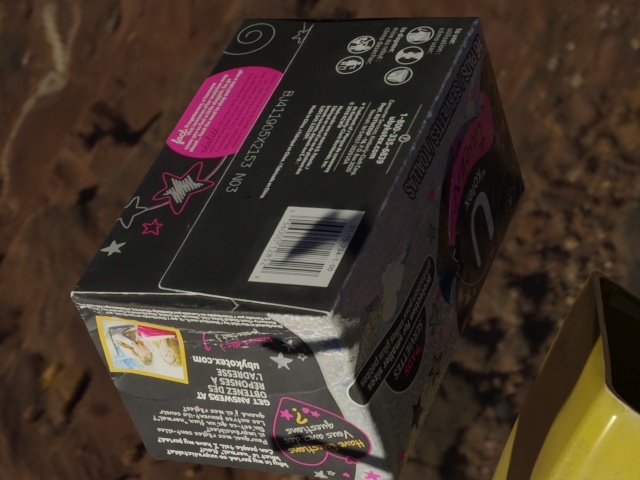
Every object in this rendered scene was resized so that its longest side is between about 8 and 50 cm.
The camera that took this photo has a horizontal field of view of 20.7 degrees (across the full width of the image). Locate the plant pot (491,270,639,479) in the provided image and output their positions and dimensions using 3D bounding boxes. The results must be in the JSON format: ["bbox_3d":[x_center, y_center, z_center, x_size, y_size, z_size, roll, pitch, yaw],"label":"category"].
[{"bbox_3d":[0.182,0.173,0.933,0.212,0.212,0.187,34,107,-3],"label":"plant pot"}]

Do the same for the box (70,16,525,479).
[{"bbox_3d":[0.000,0.000,1.001,0.247,0.163,0.142,-63,145,-39],"label":"box"}]
